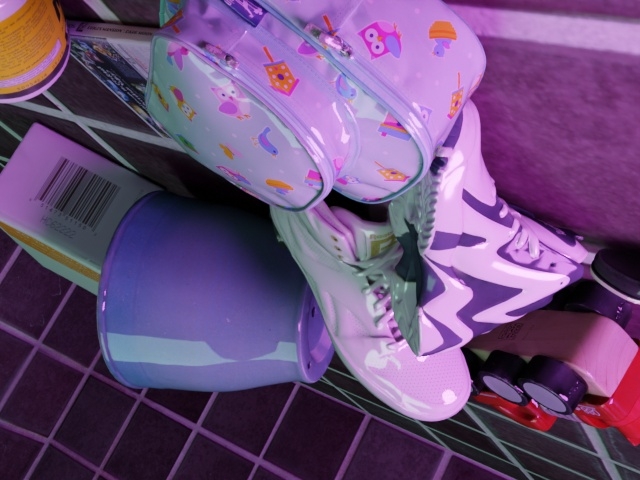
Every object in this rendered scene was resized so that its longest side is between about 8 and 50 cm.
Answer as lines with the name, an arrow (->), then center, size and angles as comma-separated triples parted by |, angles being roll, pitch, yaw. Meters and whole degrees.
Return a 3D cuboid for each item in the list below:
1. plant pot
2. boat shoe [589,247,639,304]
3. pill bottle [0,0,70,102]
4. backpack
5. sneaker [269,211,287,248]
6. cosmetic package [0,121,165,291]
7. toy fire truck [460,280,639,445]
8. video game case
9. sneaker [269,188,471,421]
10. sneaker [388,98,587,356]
plant pot -> -0.111, 0.079, 1.079 | 0.255, 0.272, 0.271 | 6, 159, 17
boat shoe -> 0.273, 0.031, 0.625 | 0.133, 0.049, 0.042 | 25, 139, 36
pill bottle -> -0.277, -0.202, 0.655 | 0.119, 0.119, 0.208 | 28, 165, -1
backpack -> -0.007, -0.099, 0.484 | 0.188, 0.144, 0.166 | 28, 161, -7
sneaker -> 0.000, -0.001, 0.952 | 0.084, 0.058, 0.152 | 4, 149, 44
cosmetic package -> -0.391, -0.013, 1.408 | 0.230, 0.161, 0.453 | 28, 166, 0
toy fire truck -> 0.283, 0.149, 0.848 | 0.246, 0.158, 0.217 | 44, 160, -17
video game case -> -0.152, -0.148, 0.809 | 0.173, 0.022, 0.190 | 16, 162, 37
sneaker -> 0.050, 0.036, 0.748 | 0.292, 0.108, 0.169 | 54, 165, 9
sneaker -> 0.138, -0.018, 0.632 | 0.094, 0.153, 0.235 | -123, 25, -55
